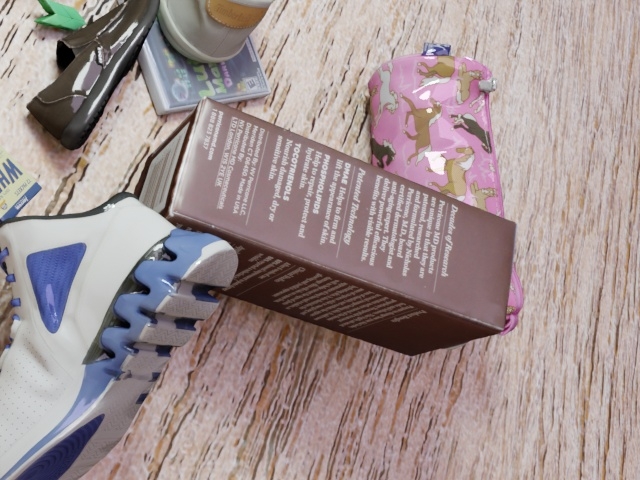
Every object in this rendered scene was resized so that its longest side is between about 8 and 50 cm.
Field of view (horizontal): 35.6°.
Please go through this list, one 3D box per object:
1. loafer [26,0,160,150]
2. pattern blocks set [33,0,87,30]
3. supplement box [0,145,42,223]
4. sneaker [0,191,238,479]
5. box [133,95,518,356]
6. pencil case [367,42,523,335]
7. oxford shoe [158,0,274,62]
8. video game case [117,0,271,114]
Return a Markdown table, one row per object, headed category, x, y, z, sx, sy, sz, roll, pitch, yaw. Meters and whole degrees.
| category | x | y | z | sx | sy | sz | roll | pitch | yaw |
| --- | --- | --- | --- | --- | --- | --- | --- | --- | --- |
| loafer | -0.239 | -0.201 | 1.059 | 0.078 | 0.080 | 0.220 | 29 | 59 | -11 |
| pattern blocks set | -0.287 | -0.381 | 1.021 | 0.285 | 0.026 | 0.324 | -15 | 110 | -53 |
| supplement box | -0.323 | -0.049 | 0.930 | 0.083 | 0.083 | 0.056 | 49 | 49 | -20 |
| sneaker | -0.234 | 0.080 | 0.905 | 0.182 | 0.315 | 0.127 | 39 | 0 | 21 |
| box | 0.000 | 0.000 | 1.072 | 0.381 | 0.191 | 0.143 | 22 | 67 | -21 |
| pencil case | 0.164 | -0.058 | 1.323 | 0.160 | 0.167 | 0.386 | 1 | 78 | -31 |
| oxford shoe | -0.124 | -0.434 | 1.180 | 0.169 | 0.130 | 0.449 | 5 | 73 | -38 |
| video game case | -0.155 | -0.253 | 1.200 | 0.173 | 0.022 | 0.190 | -18 | 89 | -44 |
